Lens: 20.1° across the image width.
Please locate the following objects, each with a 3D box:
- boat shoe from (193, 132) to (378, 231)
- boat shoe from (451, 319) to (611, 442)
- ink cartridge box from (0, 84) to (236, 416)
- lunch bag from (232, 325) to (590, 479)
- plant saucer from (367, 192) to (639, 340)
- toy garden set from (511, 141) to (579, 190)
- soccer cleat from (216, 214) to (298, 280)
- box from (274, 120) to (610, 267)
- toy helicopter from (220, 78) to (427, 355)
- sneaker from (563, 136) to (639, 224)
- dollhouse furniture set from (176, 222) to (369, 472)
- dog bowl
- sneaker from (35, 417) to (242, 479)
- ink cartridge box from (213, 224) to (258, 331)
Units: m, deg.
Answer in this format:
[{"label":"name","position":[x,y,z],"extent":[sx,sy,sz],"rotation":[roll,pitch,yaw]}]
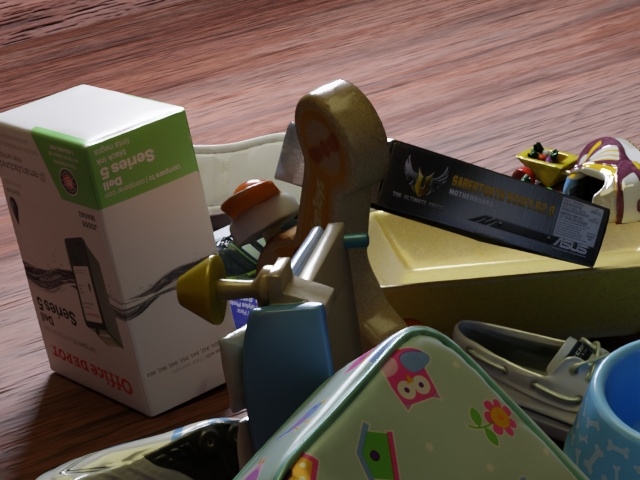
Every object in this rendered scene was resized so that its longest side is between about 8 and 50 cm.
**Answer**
[{"label":"boat shoe","position":[-0.063,-0.058,2.087],"extent":[0.324,0.116,0.097],"rotation":[0,-8,27]},{"label":"boat shoe","position":[0.204,0.116,1.470],"extent":[0.226,0.075,0.083],"rotation":[8,27,22]},{"label":"ink cartridge box","position":[-0.193,0.007,1.706],"extent":[0.115,0.272,0.198],"rotation":[-24,23,-31]},{"label":"lunch bag","position":[0.082,0.199,1.027],"extent":[0.108,0.279,0.224],"rotation":[-38,5,42]},{"label":"plant saucer","position":[0.185,0.030,1.720],"extent":[0.333,0.081,0.333],"rotation":[-6,12,12]},{"label":"toy garden set","position":[0.269,-0.059,2.022],"extent":[0.244,0.049,0.204],"rotation":[10,26,43]},{"label":"soccer cleat","position":[-0.057,-0.003,1.835],"extent":[0.179,0.072,0.060],"rotation":[-10,21,-4]},{"label":"box","position":[0.103,-0.040,1.554],"extent":[0.231,0.056,0.183],"rotation":[16,0,-29]},{"label":"toy helicopter","position":[0.000,0.000,1.438],"extent":[0.140,0.355,0.235],"rotation":[-24,55,-23]},{"label":"sneaker","position":[0.263,-0.058,1.722],"extent":[0.084,0.069,0.185],"rotation":[-5,11,-12]},{"label":"dollhouse furniture set","position":[-0.053,0.116,1.271],"extent":[0.198,0.303,0.286],"rotation":[-4,19,12]},{"label":"dog bowl","position":[0.325,0.121,1.363],"extent":[0.297,0.074,0.166],"rotation":[-16,37,-22]},{"label":"sneaker","position":[-0.138,0.192,1.436],"extent":[0.237,0.085,0.086],"rotation":[-15,12,-25]},{"label":"ink cartridge box","position":[-0.082,0.042,1.899],"extent":[0.223,0.045,0.224],"rotation":[9,26,41]}]
